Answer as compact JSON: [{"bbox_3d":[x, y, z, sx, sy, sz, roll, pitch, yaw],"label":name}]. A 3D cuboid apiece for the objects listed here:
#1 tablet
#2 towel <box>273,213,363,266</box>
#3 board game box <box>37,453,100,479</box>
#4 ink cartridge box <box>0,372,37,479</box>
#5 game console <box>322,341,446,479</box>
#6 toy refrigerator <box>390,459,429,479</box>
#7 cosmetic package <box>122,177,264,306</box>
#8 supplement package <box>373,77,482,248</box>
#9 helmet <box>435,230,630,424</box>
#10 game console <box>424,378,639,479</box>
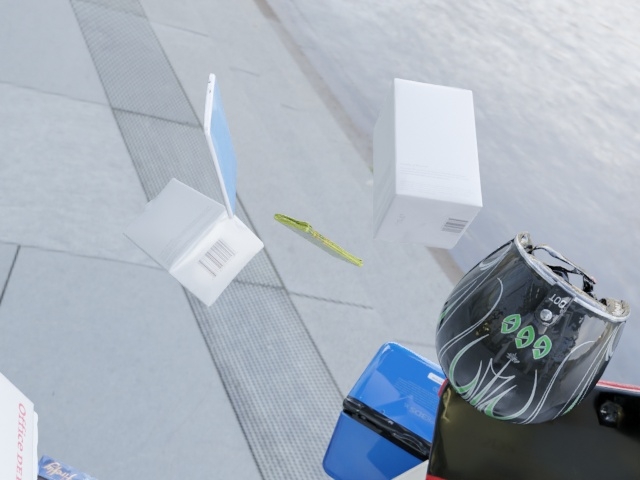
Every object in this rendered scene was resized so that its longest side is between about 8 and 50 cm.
[{"bbox_3d":[-0.064,-0.059,0.454,0.006,0.083,0.054,-3,53,3],"label":"tablet"},{"bbox_3d":[0.000,0.000,1.552,0.102,0.021,0.237,23,-7,40],"label":"towel"},{"bbox_3d":[-0.451,0.522,1.395,0.243,0.165,0.042,25,47,0],"label":"board game box"},{"bbox_3d":[-0.609,0.284,1.069,0.161,0.384,0.279,-25,41,-1],"label":"ink cartridge box"},{"bbox_3d":[0.185,0.382,1.340,0.293,0.173,0.250,27,57,20],"label":"game console"},{"bbox_3d":[0.093,0.474,1.186,0.094,0.270,0.102,62,8,17],"label":"toy refrigerator"},{"bbox_3d":[-0.341,-0.007,1.828,0.156,0.217,0.385,47,-10,-32],"label":"cosmetic package"},{"bbox_3d":[0.212,-0.158,1.450,0.175,0.177,0.292,7,60,-8],"label":"supplement package"},{"bbox_3d":[0.187,0.091,0.661,0.169,0.161,0.169,27,23,-12],"label":"helmet"},{"bbox_3d":[0.301,0.336,0.868,0.387,0.341,0.060,2,-13,40],"label":"game console"}]
